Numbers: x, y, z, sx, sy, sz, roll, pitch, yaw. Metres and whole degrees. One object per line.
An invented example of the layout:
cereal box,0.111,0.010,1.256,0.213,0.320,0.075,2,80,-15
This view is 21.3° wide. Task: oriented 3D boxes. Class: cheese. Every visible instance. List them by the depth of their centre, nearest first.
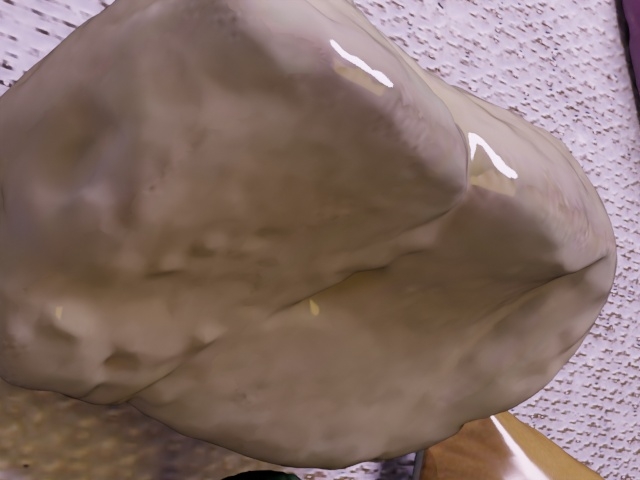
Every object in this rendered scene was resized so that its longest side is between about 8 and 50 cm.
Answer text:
cheese,-0.001,-0.001,0.587,0.263,0.159,0.093,29,30,-51

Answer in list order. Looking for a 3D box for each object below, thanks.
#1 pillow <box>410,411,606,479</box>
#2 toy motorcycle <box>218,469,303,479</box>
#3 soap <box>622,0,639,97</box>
pillow,0.123,0.252,0.795,0.312,0.119,0.310,26,76,-31
toy motorcycle,0.004,0.251,0.588,0.125,0.196,0.331,7,88,-54
soap,0.246,-0.155,0.976,0.203,0.065,0.122,-47,131,-40
